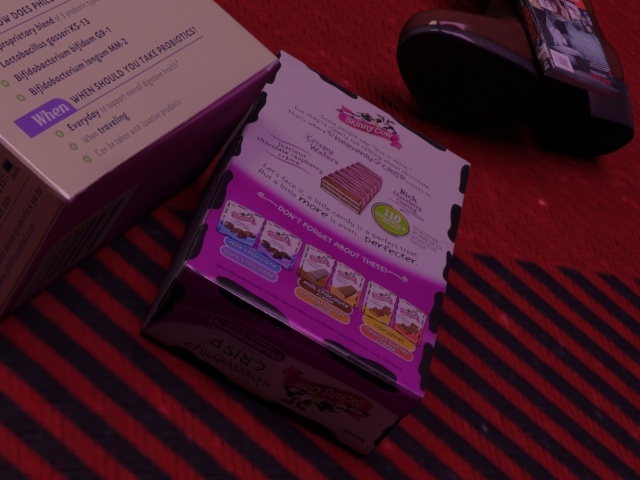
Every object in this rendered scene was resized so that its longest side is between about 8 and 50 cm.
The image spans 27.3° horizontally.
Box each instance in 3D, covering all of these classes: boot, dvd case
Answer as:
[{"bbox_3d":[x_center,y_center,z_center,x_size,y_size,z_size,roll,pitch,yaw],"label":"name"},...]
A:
[{"bbox_3d":[0.150,-0.228,1.106,0.264,0.096,0.280,9,61,-33],"label":"boot"},{"bbox_3d":[0.189,-0.172,1.044,0.087,0.013,0.119,10,52,-42],"label":"dvd case"}]

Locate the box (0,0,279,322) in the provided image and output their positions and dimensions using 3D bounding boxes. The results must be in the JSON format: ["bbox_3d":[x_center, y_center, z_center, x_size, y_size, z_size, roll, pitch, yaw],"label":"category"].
[{"bbox_3d":[-0.188,-0.110,0.760,0.243,0.117,0.213,43,39,3],"label":"box"}]

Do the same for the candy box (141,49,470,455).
[{"bbox_3d":[0.000,0.000,0.836,0.159,0.071,0.233,31,40,-10],"label":"candy box"}]
